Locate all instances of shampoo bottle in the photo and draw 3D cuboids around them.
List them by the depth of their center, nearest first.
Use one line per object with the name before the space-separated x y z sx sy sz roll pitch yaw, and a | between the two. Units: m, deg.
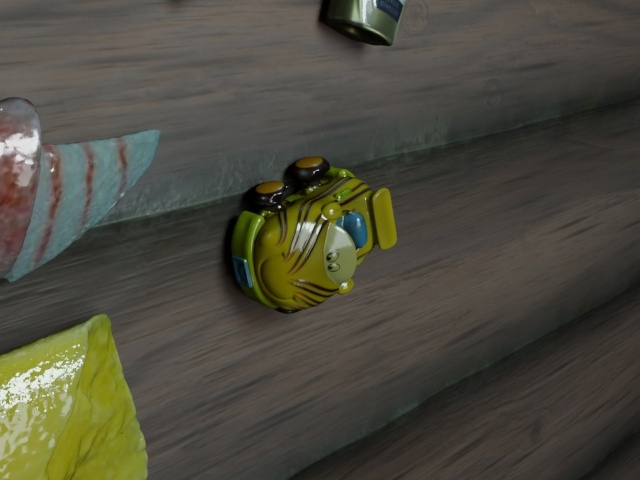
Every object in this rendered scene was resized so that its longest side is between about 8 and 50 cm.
shampoo bottle | 0.104 -0.460 1.219 0.125 0.084 0.350 13 93 -51

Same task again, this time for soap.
soap | -0.369 0.279 0.949 0.427 0.115 0.306 -31 127 -37

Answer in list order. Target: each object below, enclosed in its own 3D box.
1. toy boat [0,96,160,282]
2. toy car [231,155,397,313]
toy boat | -0.287 -0.064 0.960 0.282 0.096 0.206 -22 126 -55
toy car | 0.000 0.000 1.223 0.248 0.142 0.201 -36 126 -35
